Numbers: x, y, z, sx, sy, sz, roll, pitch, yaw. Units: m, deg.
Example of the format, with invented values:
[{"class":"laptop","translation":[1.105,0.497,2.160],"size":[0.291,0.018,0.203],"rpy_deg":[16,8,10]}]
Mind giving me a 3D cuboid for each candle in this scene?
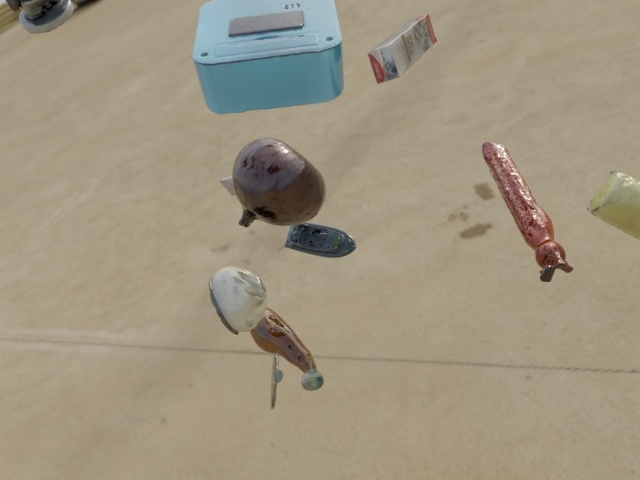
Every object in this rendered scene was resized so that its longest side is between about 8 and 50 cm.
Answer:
[{"class":"candle","translation":[0.326,-0.060,1.090],"size":[0.048,0.051,0.329],"rpy_deg":[-48,32,30]}]

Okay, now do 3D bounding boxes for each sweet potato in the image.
[{"class":"sweet potato","translation":[-0.143,0.272,1.981],"size":[0.112,0.112,0.359],"rpy_deg":[-40,53,-19]}]

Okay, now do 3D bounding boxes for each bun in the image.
[{"class":"bun","translation":[-0.193,0.137,1.672],"size":[0.119,0.173,0.173],"rpy_deg":[-28,32,4]}]

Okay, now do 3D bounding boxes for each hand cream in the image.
[{"class":"hand cream","translation":[-0.200,-0.166,1.875],"size":[0.142,0.084,0.053],"rpy_deg":[-21,57,9]}]

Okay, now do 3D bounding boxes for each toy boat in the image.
[{"class":"toy boat","translation":[0.000,0.000,1.993],"size":[0.246,0.103,0.093],"rpy_deg":[12,77,31]}]

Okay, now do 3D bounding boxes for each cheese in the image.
[{"class":"cheese","translation":[0.715,-0.073,1.539],"size":[0.123,0.167,0.094],"rpy_deg":[-63,-2,25]}]

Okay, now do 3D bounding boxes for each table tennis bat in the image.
[{"class":"table tennis bat","translation":[-0.109,0.339,1.643],"size":[0.022,0.246,0.138],"rpy_deg":[4,75,-5]}]

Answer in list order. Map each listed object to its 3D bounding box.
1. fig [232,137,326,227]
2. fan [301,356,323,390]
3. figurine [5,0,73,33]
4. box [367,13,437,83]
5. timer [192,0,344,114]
[{"class":"fig","translation":[-0.104,-0.129,1.593],"size":[0.235,0.235,0.214],"rpy_deg":[12,56,46]},{"class":"fan","translation":[-0.015,0.344,1.714],"size":[0.003,0.060,0.080],"rpy_deg":[-20,46,65]},{"class":"figurine","translation":[-0.604,-0.564,1.378],"size":[0.132,0.236,0.176],"rpy_deg":[16,61,23]},{"class":"box","translation":[0.135,-0.312,1.088],"size":[0.039,0.055,0.218],"rpy_deg":[-9,25,31]},{"class":"timer","translation":[-0.082,-0.323,1.106],"size":[0.231,0.091,0.250],"rpy_deg":[-7,45,2]}]
